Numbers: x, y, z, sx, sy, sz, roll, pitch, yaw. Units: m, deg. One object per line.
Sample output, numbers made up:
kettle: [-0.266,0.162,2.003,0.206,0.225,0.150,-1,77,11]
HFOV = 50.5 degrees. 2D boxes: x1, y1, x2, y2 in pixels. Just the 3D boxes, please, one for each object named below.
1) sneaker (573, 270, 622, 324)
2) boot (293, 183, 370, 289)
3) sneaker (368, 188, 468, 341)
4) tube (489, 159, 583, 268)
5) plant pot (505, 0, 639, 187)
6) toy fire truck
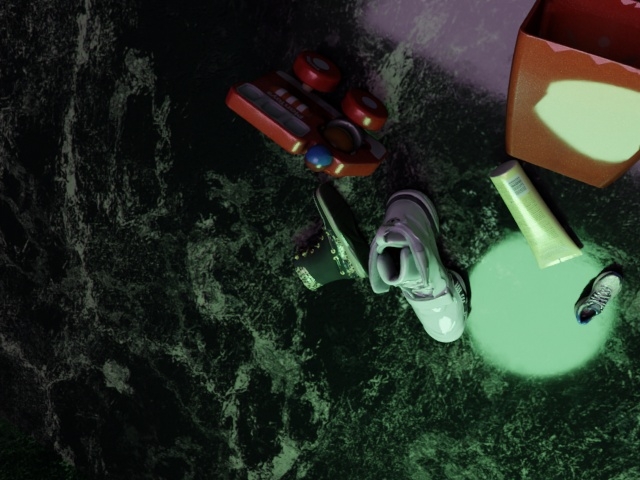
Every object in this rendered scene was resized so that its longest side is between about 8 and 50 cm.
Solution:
sneaker: [0.565,0.122,1.376,0.052,0.058,0.135,30,123,8]
boot: [0.000,0.002,1.562,0.179,0.085,0.236,-20,106,34]
sneaker: [0.202,0.091,1.436,0.138,0.210,0.365,-10,110,29]
tube: [0.424,-0.049,1.359,0.240,0.062,0.070,53,168,-14]
plant pot: [0.448,-0.249,1.132,0.267,0.267,0.235,23,134,13]
toy fire truck: [-0.017,-0.226,1.348,0.302,0.254,0.169,39,125,2]
